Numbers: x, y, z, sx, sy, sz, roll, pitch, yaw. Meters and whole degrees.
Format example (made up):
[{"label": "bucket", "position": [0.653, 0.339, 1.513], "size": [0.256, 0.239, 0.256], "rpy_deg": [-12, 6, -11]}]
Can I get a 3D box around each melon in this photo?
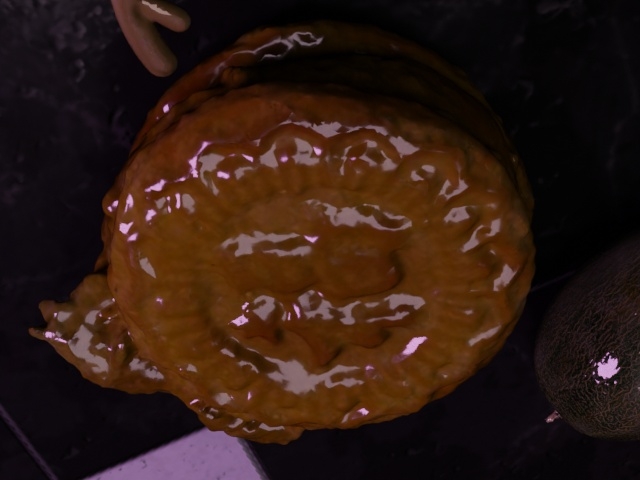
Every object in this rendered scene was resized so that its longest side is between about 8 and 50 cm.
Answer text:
[{"label": "melon", "position": [0.201, 0.059, 0.712], "size": [0.114, 0.114, 0.167], "rpy_deg": [35, 107, -29]}]

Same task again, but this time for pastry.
[{"label": "pastry", "position": [0.000, 0.000, 0.631], "size": [0.240, 0.132, 0.235], "rpy_deg": [29, 121, -20]}]

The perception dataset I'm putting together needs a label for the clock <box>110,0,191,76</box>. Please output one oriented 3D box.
[{"label": "clock", "position": [-0.112, -0.215, 0.473], "size": [0.235, 0.096, 0.308], "rpy_deg": [1, 122, -15]}]
